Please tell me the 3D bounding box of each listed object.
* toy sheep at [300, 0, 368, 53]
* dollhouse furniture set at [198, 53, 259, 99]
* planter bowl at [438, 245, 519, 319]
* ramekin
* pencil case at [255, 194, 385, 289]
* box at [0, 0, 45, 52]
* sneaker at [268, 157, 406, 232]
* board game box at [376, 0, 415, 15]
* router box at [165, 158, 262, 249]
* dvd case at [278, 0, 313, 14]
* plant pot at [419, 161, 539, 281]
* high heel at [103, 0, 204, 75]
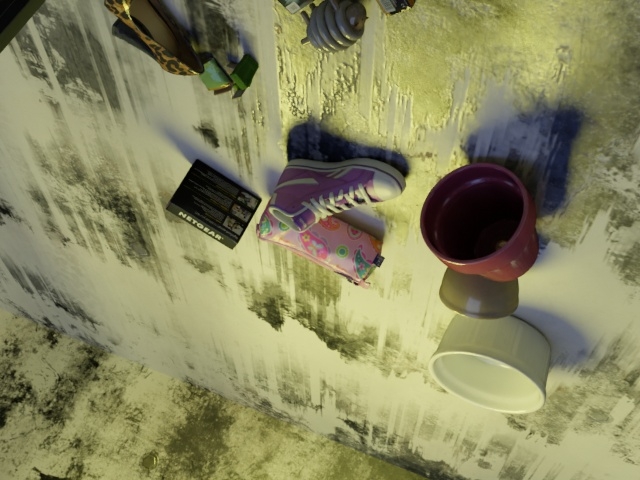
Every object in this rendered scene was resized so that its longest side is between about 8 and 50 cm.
[{"bbox_3d":[0.019,-0.339,1.288,0.132,0.091,0.091,-13,132,43],"label":"toy sheep"},{"bbox_3d":[-0.184,-0.300,1.530,0.152,0.058,0.076,-4,138,41],"label":"dollhouse furniture set"},{"bbox_3d":[0.326,0.071,1.650,0.162,0.162,0.109,14,122,20],"label":"planter bowl"},{"bbox_3d":[0.405,0.281,1.920,0.277,0.135,0.277,20,150,12],"label":"ramekin"},{"bbox_3d":[0.000,0.000,1.804,0.284,0.124,0.124,26,150,1],"label":"pencil case"},{"bbox_3d":[-0.600,-0.439,1.426,0.184,0.261,0.103,34,150,-12],"label":"box"},{"bbox_3d":[0.026,-0.076,1.624,0.282,0.161,0.102,2,141,34],"label":"sneaker"},{"bbox_3d":[0.085,-0.407,1.070,0.048,0.141,0.170,-3,140,44],"label":"board game box"},{"bbox_3d":[-0.239,-0.082,1.843,0.179,0.133,0.046,33,149,-10],"label":"router box"},{"bbox_3d":[-0.059,-0.418,1.294,0.119,0.013,0.087,42,147,-24],"label":"dvd case"},{"bbox_3d":[0.309,-0.016,1.489,0.201,0.201,0.180,2,158,36],"label":"plant pot"},{"bbox_3d":[-0.277,-0.387,1.428,0.186,0.093,0.261,29,161,-2],"label":"high heel"}]
